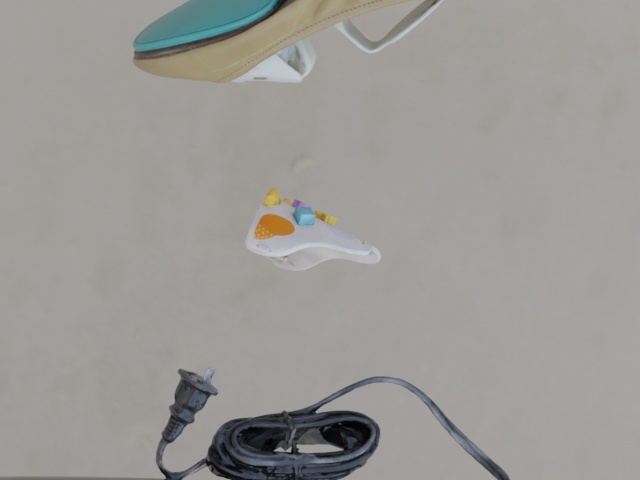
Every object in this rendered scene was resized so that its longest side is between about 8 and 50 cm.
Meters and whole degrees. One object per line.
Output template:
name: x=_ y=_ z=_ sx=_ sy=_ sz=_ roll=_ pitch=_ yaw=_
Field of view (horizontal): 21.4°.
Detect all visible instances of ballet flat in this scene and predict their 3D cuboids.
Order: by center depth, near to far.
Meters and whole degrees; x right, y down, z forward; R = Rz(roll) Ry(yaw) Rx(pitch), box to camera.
ballet flat: x=-0.004 y=-0.131 z=0.993 sx=0.232 sy=0.080 sz=0.073 roll=-22 pitch=116 yaw=25

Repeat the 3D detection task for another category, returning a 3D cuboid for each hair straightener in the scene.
hair straightener: x=-0.035 y=0.095 z=0.672 sx=0.230 sy=0.047 sz=0.089 roll=-3 pitch=101 yaw=-10

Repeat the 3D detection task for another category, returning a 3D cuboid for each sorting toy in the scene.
sorting toy: x=0.000 y=0.000 z=1.088 sx=0.075 sy=0.083 sz=0.045 roll=16 pitch=86 yaw=11
